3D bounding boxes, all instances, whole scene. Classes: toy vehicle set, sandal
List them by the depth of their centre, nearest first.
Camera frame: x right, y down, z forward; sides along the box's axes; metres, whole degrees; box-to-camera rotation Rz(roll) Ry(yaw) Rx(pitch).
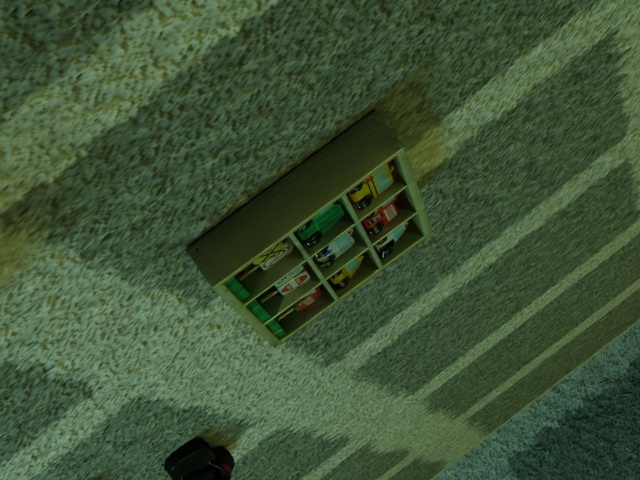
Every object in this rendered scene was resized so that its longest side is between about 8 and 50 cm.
[{"bbox_3d":[0.000,0.000,1.271,0.166,0.035,0.267,-36,165,-1],"label":"toy vehicle set"},{"bbox_3d":[-0.122,0.245,1.727,0.067,0.040,0.179,-36,165,-3],"label":"sandal"}]
